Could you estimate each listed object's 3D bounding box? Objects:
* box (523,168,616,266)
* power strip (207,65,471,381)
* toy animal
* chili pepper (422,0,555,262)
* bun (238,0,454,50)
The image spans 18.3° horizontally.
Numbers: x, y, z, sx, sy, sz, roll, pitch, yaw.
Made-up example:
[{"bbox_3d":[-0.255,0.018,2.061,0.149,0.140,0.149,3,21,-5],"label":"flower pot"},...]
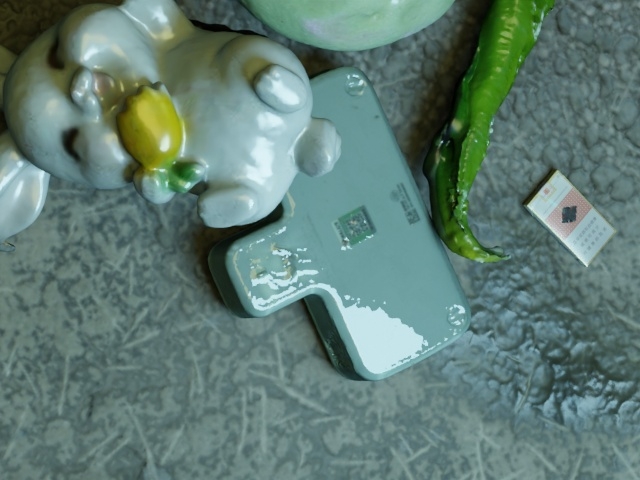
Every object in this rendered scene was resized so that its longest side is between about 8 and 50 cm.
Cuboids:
[{"bbox_3d":[0.228,-0.020,1.807,0.083,0.012,0.046,44,79,-14],"label":"box"},{"bbox_3d":[0.000,0.000,1.707,0.194,0.059,0.265,-26,98,-20],"label":"power strip"},{"bbox_3d":[-0.155,-0.097,1.594,0.325,0.154,0.208,-13,101,18],"label":"toy animal"},{"bbox_3d":[0.163,-0.152,1.748,0.085,0.076,0.359,23,76,-27],"label":"chili pepper"},{"bbox_3d":[0.033,-0.298,1.652,0.283,0.179,0.283,-1,93,-16],"label":"bun"}]
